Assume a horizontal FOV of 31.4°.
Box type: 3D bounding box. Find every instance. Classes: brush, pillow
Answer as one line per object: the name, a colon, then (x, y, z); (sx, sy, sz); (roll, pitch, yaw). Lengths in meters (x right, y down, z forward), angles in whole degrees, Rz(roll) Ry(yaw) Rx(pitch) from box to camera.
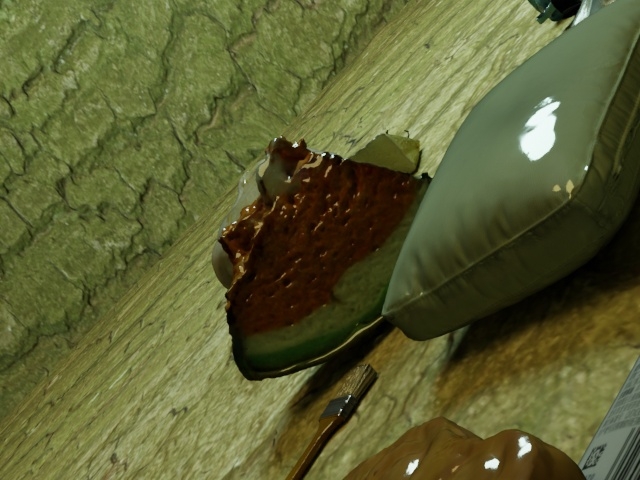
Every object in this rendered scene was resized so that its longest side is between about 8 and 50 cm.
brush: (-0.002, 0.180, 1.034); (0.170, 0.014, 0.043); (-53, 12, -30)
pillow: (0.189, -0.069, 0.969); (0.255, 0.120, 0.322); (-36, 17, 46)

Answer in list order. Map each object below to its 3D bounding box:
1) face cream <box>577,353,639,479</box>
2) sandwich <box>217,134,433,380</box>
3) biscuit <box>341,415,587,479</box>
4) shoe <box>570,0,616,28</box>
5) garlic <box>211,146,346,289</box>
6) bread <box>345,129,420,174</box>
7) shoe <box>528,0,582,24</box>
face cream: (0.227, 0.044, 0.546); (0.336, 0.080, 0.163); (-52, 14, -29)
sandwich: (0.002, 0.014, 1.173); (0.292, 0.212, 0.109); (-58, -3, 2)
biscuit: (-0.017, 0.248, 0.543); (0.385, 0.062, 0.365); (-47, 12, 50)
shoe: (0.321, -0.270, 1.210); (0.077, 0.074, 0.194); (18, 95, 65)
garlic: (-0.030, -0.013, 1.444); (0.228, 0.152, 0.227); (-26, 41, 25)
bread: (0.091, -0.124, 1.587); (0.084, 0.080, 0.109); (-37, 16, 25)
shoe: (0.325, -0.359, 1.551); (0.106, 0.091, 0.207); (-33, 19, 27)
